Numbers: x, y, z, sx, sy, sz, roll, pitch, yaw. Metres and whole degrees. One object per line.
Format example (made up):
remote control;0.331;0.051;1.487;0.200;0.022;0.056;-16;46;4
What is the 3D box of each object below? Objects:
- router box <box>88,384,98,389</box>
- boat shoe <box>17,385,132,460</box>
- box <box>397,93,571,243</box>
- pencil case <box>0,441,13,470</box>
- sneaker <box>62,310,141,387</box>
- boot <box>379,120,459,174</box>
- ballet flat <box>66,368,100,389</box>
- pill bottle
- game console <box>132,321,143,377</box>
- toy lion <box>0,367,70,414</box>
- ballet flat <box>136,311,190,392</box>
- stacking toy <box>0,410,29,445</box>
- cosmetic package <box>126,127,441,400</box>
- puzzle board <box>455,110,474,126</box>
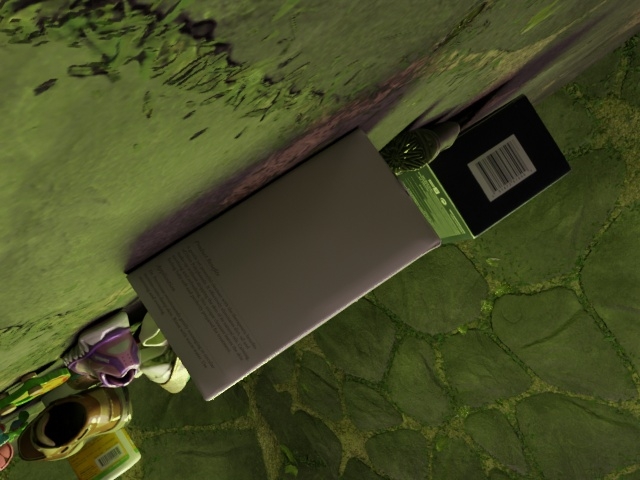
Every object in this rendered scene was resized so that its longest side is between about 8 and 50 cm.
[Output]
router box;-0.670;0.470;1.761;0.038;0.092;0.122;-32;176;-27
boat shoe;-0.530;0.374;1.204;0.324;0.122;0.120;-32;162;25
box;0.354;-0.150;1.466;0.294;0.211;0.395;-34;-178;-12
pencil case;-0.849;0.563;1.465;0.209;0.095;0.098;-39;-151;37
sneaker;-0.360;0.204;0.991;0.095;0.104;0.236;-33;177;-36
boot;0.207;-0.184;1.130;0.209;0.075;0.190;-22;-176;-37
ballet flat;-0.423;0.246;1.213;0.067;0.073;0.206;-33;178;31
pill bottle;-0.544;0.446;1.380;0.136;0.245;0.136;-34;176;-3
game console;-0.338;0.212;1.145;0.144;0.085;0.124;-47;136;-7
toy lion;-0.480;0.249;0.997;0.100;0.034;0.096;-34;169;9
ballet flat;-0.272;0.171;1.025;0.106;0.107;0.315;-19;143;-44
stacking toy;-0.739;0.447;1.273;0.221;0.052;0.167;-35;177;-36
cosmetic package;-0.047;0.032;0.815;0.366;0.196;0.155;-32;176;-10
puzzle board;0.323;-0.273;1.449;0.128;0.011;0.096;-36;176;19
